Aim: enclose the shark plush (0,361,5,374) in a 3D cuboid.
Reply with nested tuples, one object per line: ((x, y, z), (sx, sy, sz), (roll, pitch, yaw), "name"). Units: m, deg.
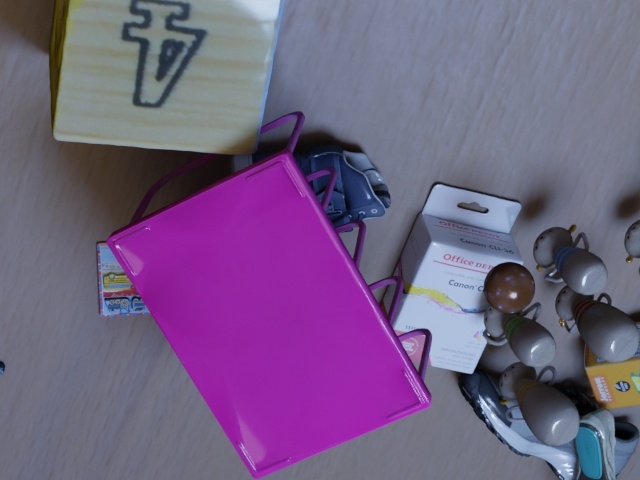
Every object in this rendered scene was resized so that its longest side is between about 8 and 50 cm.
((-0.434, 0.133, 1.947), (0.161, 0.073, 0.067), (-8, 146, -29), "shark plush")

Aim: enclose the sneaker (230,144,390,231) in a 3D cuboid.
((0.000, 0.000, 1.901), (0.163, 0.086, 0.226), (-9, 122, -1), "sneaker")

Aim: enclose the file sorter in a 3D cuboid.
((-0.037, 0.046, 1.770), (0.202, 0.182, 0.291), (-25, 107, 18), "file sorter")

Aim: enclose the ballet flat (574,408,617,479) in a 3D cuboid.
((0.328, 0.272, 2.054), (0.052, 0.057, 0.168), (-33, 130, -42), "ballet flat")

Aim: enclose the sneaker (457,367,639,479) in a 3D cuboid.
((0.269, 0.207, 2.083), (0.271, 0.100, 0.108), (31, 103, -32), "sneaker")

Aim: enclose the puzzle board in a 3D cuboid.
((-0.180, 0.041, 1.940), (0.128, 0.011, 0.096), (-4, 123, -8), "puzzle board")

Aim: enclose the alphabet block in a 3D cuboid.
((-0.152, -0.211, 1.682), (0.197, 0.192, 0.193), (5, 119, -12), "alphabet block")

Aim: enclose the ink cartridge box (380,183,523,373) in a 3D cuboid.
((0.148, 0.044, 1.966), (0.115, 0.067, 0.198), (12, 118, -17), "ink cartridge box")

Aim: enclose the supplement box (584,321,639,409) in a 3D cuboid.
((0.425, 0.134, 2.024), (0.233, 0.080, 0.078), (-9, 126, 24), "supplement box")

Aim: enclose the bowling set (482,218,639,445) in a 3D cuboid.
((0.250, 0.054, 1.894), (0.200, 0.154, 0.287), (37, 95, -25), "bowling set")
